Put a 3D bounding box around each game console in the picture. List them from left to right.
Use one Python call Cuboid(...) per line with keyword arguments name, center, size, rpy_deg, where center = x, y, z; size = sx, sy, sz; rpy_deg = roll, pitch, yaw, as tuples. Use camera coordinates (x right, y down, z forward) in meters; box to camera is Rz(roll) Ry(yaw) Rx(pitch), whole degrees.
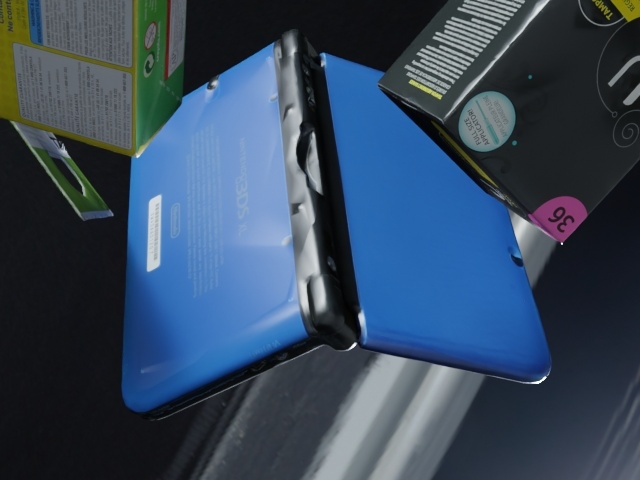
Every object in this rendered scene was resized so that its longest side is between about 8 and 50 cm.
Cuboid(name="game console", center=(0.000, 0.000, 0.772), size=(0.250, 0.293, 0.173), rpy_deg=(-27, -46, 21))

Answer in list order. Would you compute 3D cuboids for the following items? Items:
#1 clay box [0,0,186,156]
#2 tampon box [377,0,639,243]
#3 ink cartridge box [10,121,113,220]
Cuboid(name="clay box", center=(-0.163, -0.124, 0.402), size=(0.222, 0.053, 0.127), rpy_deg=(18, -50, 9))
Cuboid(name="tampon box", center=(0.141, -0.106, 0.612), size=(0.120, 0.101, 0.161), rpy_deg=(39, -86, -28))
Cuboid(name="ink cartridge box", center=(-0.256, -0.091, 0.662), size=(0.097, 0.189, 0.255), rpy_deg=(-37, -85, -4))
